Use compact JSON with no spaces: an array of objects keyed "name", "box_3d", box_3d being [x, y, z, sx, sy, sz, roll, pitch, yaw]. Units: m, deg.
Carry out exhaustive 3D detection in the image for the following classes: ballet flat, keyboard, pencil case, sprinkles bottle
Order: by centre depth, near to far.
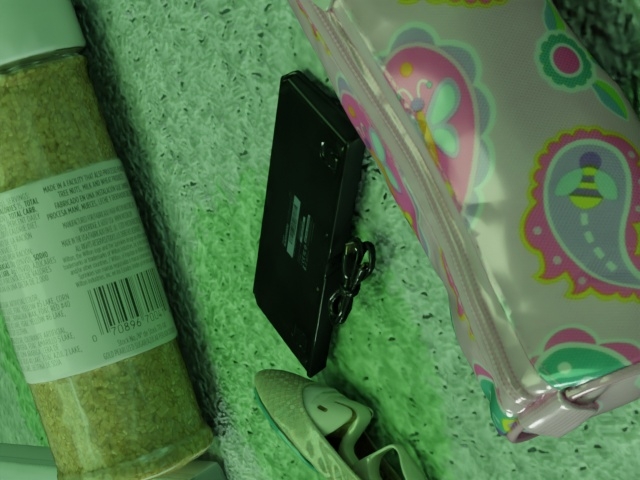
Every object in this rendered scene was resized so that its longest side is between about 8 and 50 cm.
[{"name":"pencil case","box_3d":[0.064,-0.057,0.616,0.284,0.124,0.124,62,148,11]},{"name":"keyboard","box_3d":[0.000,0.000,0.842,0.108,0.023,0.180,51,145,39]},{"name":"ballet flat","box_3d":[0.025,0.129,0.861,0.168,0.057,0.052,50,116,24]},{"name":"sprinkles bottle","box_3d":[-0.186,0.001,1.033,0.121,0.121,0.355,-11,98,58]}]

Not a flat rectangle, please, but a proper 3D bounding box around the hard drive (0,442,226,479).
[{"name":"hard drive","box_3d":[-0.198,0.285,1.186,0.353,0.047,0.233,-3,106,39]}]
